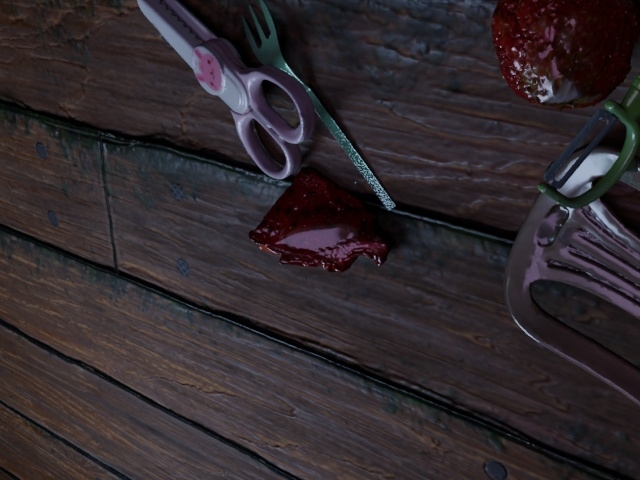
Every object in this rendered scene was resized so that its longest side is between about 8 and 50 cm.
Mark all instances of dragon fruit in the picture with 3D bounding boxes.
[{"bbox_3d":[-0.003,0.001,0.665,0.131,0.063,0.097,34,128,19],"label":"dragon fruit"}]

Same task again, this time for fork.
[{"bbox_3d":[-0.004,-0.124,0.635,0.235,0.021,0.039,55,134,2],"label":"fork"}]

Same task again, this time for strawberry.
[{"bbox_3d":[0.161,-0.134,0.459,0.106,0.106,0.106,16,120,30],"label":"strawberry"}]

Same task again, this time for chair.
[{"bbox_3d":[0.255,0.087,0.440,0.326,0.183,0.175,31,126,20],"label":"chair"}]

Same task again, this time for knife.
[{"bbox_3d":[0.224,-0.104,0.433,0.054,0.015,0.212,30,106,-21],"label":"knife"}]

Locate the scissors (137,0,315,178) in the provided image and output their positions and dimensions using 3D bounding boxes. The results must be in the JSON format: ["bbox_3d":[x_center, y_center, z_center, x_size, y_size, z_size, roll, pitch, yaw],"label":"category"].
[{"bbox_3d":[-0.098,-0.168,0.668,0.242,0.030,0.118,48,147,13],"label":"scissors"}]
